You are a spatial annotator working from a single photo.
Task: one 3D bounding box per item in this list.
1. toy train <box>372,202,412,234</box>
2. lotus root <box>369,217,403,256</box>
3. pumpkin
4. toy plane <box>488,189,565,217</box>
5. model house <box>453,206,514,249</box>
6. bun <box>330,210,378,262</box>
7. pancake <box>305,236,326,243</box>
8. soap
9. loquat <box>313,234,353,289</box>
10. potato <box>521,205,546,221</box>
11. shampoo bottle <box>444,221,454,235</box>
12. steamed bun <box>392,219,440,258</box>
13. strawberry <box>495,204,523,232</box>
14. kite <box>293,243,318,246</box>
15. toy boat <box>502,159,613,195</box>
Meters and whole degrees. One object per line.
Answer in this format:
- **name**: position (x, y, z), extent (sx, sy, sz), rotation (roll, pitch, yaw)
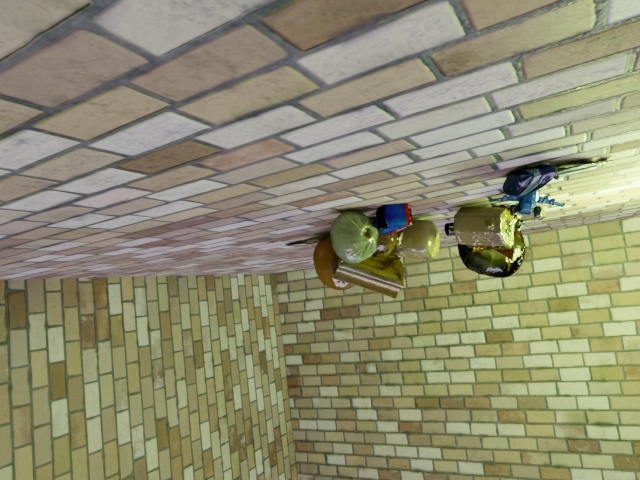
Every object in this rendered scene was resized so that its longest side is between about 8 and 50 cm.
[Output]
- **toy train**: position (0.254, -0.075, 1.708), extent (0.131, 0.082, 0.204), rotation (-5, 171, -15)
- **lotus root**: position (0.208, -0.012, 1.876), extent (0.257, 0.154, 0.140), rotation (1, -179, 5)
- **pumpkin**: position (0.828, 0.029, 2.274), extent (0.321, 0.320, 0.192), rotation (-7, 152, 1)
- **toy plane**: position (0.718, -0.134, 1.627), extent (0.254, 0.105, 0.271), rotation (6, -179, 17)
- **model house**: position (0.635, -0.063, 1.829), extent (0.193, 0.174, 0.234), rotation (4, 172, 35)
- **bun**: position (0.130, -0.015, 1.642), extent (0.118, 0.195, 0.195), rotation (-15, 170, 42)
- **pancake**: position (0.000, 0.001, 2.312), extent (0.152, 0.025, 0.151), rotation (-8, 172, -1)
- **soap**: position (0.194, 0.113, 1.929), extent (0.281, 0.143, 0.259), rotation (21, -159, -5)
- **loquat**: position (0.095, 0.096, 2.166), extent (0.275, 0.274, 0.275), rotation (-7, 173, -1)
- **potato**: position (0.946, -0.118, 2.128), extent (0.122, 0.061, 0.086), rotation (-11, 173, 43)
- **shampoo bottle**: position (0.708, -0.064, 2.151), extent (0.278, 0.104, 0.104), rotation (-6, 173, -6)
- **steamed bun**: position (0.398, -0.013, 2.045), extent (0.232, 0.166, 0.273), rotation (8, 173, 25)
- **strawberry**: position (0.774, -0.090, 1.969), extent (0.131, 0.131, 0.148), rotation (-4, -166, -20)
- **kite**: position (-0.020, 0.023, 2.426), extent (0.310, 0.015, 0.169), rotation (-4, 180, -27)
- **toy boat**: position (0.685, -0.184, 1.336), extent (0.291, 0.067, 0.220), rotation (-10, 173, -1)
